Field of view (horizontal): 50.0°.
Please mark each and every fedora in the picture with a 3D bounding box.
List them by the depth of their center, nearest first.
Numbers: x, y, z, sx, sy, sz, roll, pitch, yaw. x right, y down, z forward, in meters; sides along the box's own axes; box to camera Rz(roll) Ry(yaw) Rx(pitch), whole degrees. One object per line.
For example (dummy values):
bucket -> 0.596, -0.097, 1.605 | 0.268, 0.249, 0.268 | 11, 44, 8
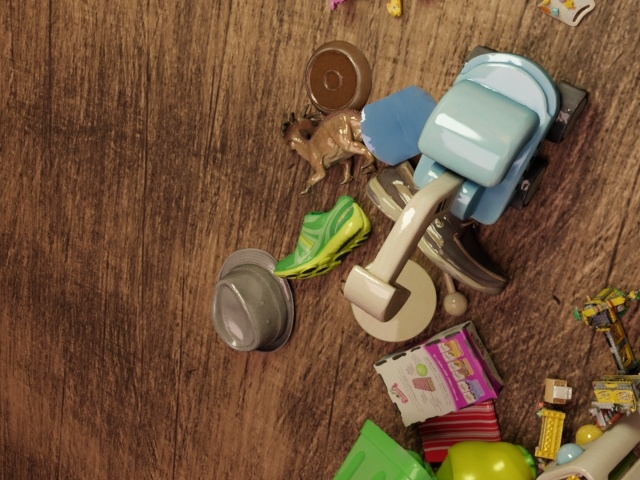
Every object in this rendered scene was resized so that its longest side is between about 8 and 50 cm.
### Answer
fedora -> -0.192, 0.167, 1.725 | 0.243, 0.124, 0.275 | -3, 103, 32

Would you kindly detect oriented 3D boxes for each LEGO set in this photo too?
LEGO set -> 0.581, 0.201, 1.167 | 0.331, 0.192, 0.255 | -2, 109, 49
LEGO set -> 0.120, -0.491, 1.361 | 0.227, 0.087, 0.093 | 3, 109, 25
LEGO set -> 0.493, 0.425, 1.411 | 0.132, 0.107, 0.287 | -26, 84, 0

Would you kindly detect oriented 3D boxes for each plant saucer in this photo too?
plant saucer -> 0.031, -0.347, 1.490 | 0.168, 0.029, 0.168 | 9, 109, 29

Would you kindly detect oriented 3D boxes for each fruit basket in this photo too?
fruit basket -> 0.263, 0.535, 1.467 | 0.283, 0.392, 0.392 | -158, 59, -65

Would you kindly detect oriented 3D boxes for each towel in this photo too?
towel -> 0.291, 0.370, 1.540 | 0.198, 0.031, 0.275 | -12, 98, 33

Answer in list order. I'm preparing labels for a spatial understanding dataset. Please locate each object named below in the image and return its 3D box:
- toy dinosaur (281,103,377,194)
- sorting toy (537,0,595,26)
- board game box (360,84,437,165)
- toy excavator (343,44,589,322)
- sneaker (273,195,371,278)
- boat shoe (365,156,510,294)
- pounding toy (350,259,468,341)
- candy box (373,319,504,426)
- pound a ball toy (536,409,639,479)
toy dinosaur -> 0.025, -0.225, 1.479 | 0.295, 0.127, 0.200 | -21, 86, 29
sorting toy -> 0.439, -0.420, 1.211 | 0.075, 0.045, 0.083 | 38, 123, -5
board game box -> 0.164, -0.233, 1.407 | 0.168, 0.033, 0.133 | -25, 95, -4
toy excavator -> 0.227, -0.108, 1.185 | 0.222, 0.445, 0.433 | 33, 119, 21
sneaker -> 0.000, 0.000, 1.584 | 0.295, 0.109, 0.124 | -37, 61, 36
boat shoe -> 0.247, -0.038, 1.378 | 0.355, 0.132, 0.130 | 44, 109, 16
pounding toy -> 0.187, 0.120, 1.505 | 0.236, 0.110, 0.183 | -22, 80, 6
candy box -> 0.253, 0.290, 1.483 | 0.233, 0.071, 0.159 | -28, 88, 31
pound a ball toy -> 0.552, 0.374, 1.234 | 0.208, 0.319, 0.136 | -44, 71, 46
